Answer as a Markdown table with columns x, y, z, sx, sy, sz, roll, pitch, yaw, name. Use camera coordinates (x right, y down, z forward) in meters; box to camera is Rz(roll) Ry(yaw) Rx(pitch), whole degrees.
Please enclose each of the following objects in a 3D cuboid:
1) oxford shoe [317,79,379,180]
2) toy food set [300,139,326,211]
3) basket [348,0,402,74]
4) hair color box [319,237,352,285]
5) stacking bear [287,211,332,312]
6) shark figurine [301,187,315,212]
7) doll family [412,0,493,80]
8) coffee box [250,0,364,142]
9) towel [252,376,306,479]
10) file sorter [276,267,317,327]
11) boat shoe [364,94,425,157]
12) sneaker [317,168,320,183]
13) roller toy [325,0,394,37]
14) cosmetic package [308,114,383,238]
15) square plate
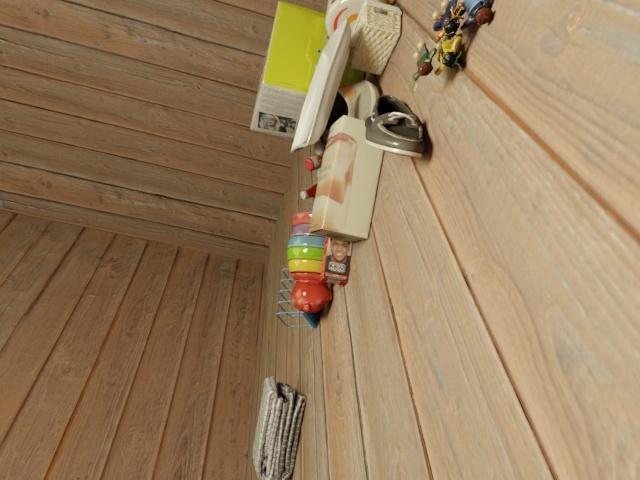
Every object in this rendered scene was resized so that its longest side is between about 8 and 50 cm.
| x | y | z | sx | sy | sz | roll | pitch | yaw | name |
| --- | --- | --- | --- | --- | --- | --- | --- | --- | --- |
| 0.043 | -0.267 | 1.543 | 0.169 | 0.130 | 0.449 | 53 | 136 | 42 | oxford shoe |
| 0.002 | -0.160 | 1.454 | 0.111 | 0.104 | 0.232 | -9 | 101 | 56 | toy food set |
| 0.150 | -0.568 | 1.447 | 0.167 | 0.113 | 0.103 | 118 | 159 | -57 | basket |
| 0.044 | 0.047 | 1.416 | 0.043 | 0.072 | 0.141 | 126 | 154 | -67 | hair color box |
| -0.021 | 0.073 | 1.533 | 0.175 | 0.164 | 0.289 | 135 | 141 | -75 | stacking bear |
| -0.030 | -0.160 | 1.943 | 0.278 | 0.116 | 0.166 | 136 | 146 | -68 | shark figurine |
| 0.231 | -0.361 | 0.897 | 0.111 | 0.076 | 0.193 | -83 | 14 | -51 | doll family |
| -0.042 | -0.583 | 1.855 | 0.334 | 0.338 | 0.338 | 133 | 147 | -69 | coffee box |
| -0.137 | 0.598 | 1.641 | 0.235 | 0.121 | 0.284 | 152 | 127 | -79 | towel |
| -0.071 | 0.184 | 1.660 | 0.118 | 0.104 | 0.170 | 59 | -150 | -52 | file sorter |
| 0.151 | -0.250 | 1.086 | 0.335 | 0.112 | 0.095 | -97 | 17 | -70 | boat shoe |
| 0.022 | -0.229 | 1.794 | 0.229 | 0.087 | 0.092 | -96 | 28 | -58 | sneaker |
| 0.114 | -0.690 | 1.555 | 0.209 | 0.191 | 0.146 | 116 | 164 | -52 | roller toy |
| 0.069 | -0.154 | 1.342 | 0.153 | 0.129 | 0.296 | 163 | 120 | -75 | cosmetic package |
| 0.002 | -0.425 | 1.491 | 0.344 | 0.049 | 0.347 | -149 | 76 | -78 | square plate |
